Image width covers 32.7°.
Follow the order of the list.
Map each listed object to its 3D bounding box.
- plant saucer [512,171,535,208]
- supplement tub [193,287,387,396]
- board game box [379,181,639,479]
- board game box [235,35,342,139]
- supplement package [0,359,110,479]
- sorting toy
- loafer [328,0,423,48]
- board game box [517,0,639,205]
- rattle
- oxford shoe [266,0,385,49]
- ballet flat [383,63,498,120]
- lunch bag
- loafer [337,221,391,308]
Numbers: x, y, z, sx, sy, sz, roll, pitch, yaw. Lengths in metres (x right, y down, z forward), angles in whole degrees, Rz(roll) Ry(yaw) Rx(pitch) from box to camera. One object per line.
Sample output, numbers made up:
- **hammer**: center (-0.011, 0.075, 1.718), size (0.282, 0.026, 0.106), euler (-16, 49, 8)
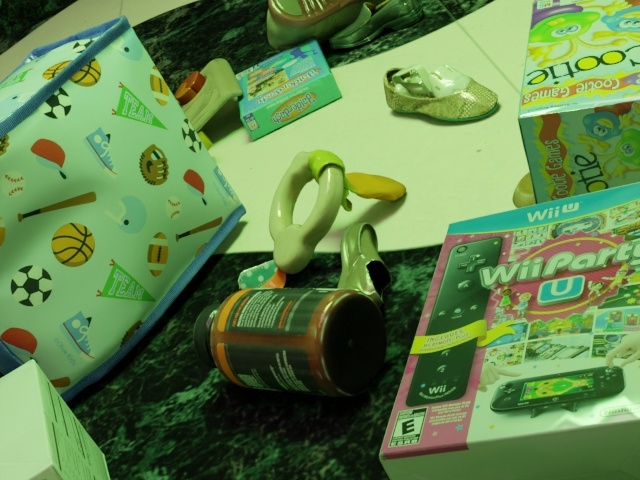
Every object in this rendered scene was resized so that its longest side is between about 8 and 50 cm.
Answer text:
- **plant saucer**: center (0.249, -0.063, 1.203), size (0.083, 0.015, 0.083), euler (-22, 28, 12)
- **supplement tub**: center (-0.038, 0.099, 1.093), size (0.198, 0.106, 0.106), euler (-1, 38, 41)
- **board game box**: center (0.194, 0.086, 0.911), size (0.224, 0.097, 0.303), euler (-13, 30, 27)
- **board game box**: center (-0.058, -0.253, 1.783), size (0.160, 0.047, 0.210), euler (-25, 27, 5)
- **supplement package**: center (-0.338, 0.274, 1.027), size (0.262, 0.145, 0.204), euler (-30, 28, -5)
- **sorting toy**: center (-0.229, -0.193, 1.798), size (0.229, 0.041, 0.307), euler (-41, 26, 7)
- **loafer**: center (0.087, -0.377, 1.847), size (0.170, 0.061, 0.062), euler (-22, 29, 14)
- **board game box**: center (0.297, -0.146, 1.145), size (0.142, 0.144, 0.275), euler (-7, 33, 19)
- **rattle**: center (0.000, 0.000, 1.319), size (0.130, 0.142, 0.200), euler (9, 81, 41)
- **oxford shoe**: center (0.051, -0.434, 1.920), size (0.348, 0.123, 0.130), euler (-21, -19, -22)
- **ballet flat**: center (0.153, -0.206, 1.481), size (0.073, 0.067, 0.206), euler (-41, 30, -26)
- **lunch bag**: center (-0.327, -0.031, 1.344), size (0.239, 0.328, 0.385), euler (-12, 33, 38)
- **loafer**: center (0.052, 0.033, 1.184), size (0.050, 0.056, 0.148), euler (-16, 39, 21)
